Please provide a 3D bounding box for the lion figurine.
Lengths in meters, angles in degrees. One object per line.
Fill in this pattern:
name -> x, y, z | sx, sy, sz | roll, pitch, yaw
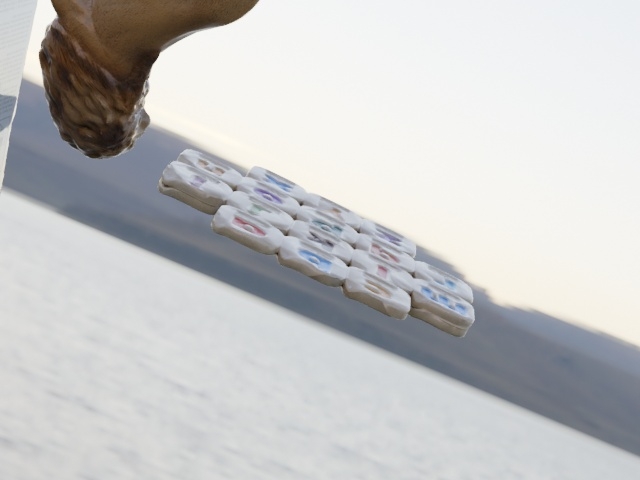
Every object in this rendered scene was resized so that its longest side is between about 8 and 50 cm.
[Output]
lion figurine -> -0.169, -0.253, 1.678 | 0.392, 0.240, 0.142 | -26, -6, 38

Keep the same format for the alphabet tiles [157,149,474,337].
alphabet tiles -> 0.000, 0.000, 1.358 | 0.284, 0.021, 0.278 | 26, 12, -2

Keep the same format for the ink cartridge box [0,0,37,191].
ink cartridge box -> -0.258, -0.109, 1.084 | 0.066, 0.232, 0.189 | 20, 17, 6
